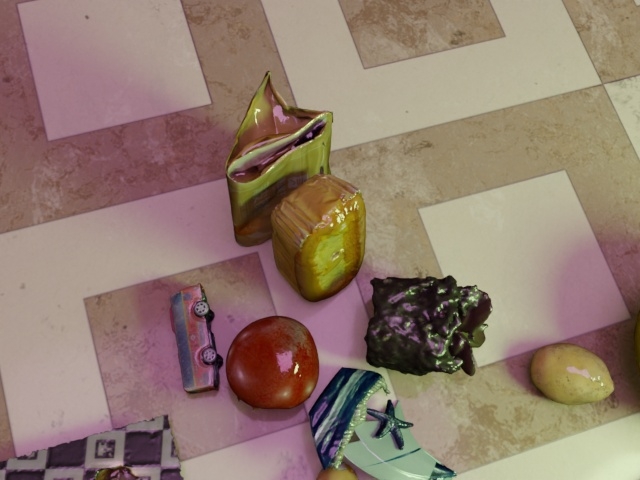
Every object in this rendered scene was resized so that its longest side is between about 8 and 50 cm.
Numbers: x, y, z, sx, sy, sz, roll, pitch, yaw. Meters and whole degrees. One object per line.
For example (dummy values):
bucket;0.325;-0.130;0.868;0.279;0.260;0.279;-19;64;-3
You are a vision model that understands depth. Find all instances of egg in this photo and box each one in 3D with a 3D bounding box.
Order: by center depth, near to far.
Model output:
egg;0.027;0.415;1.324;0.071;0.083;0.071;-2;85;19

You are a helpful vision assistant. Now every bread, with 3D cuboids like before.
bread;0.000;0.000;1.368;0.152;0.288;0.119;-40;69;-18

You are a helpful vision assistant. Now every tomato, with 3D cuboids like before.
tomato;-0.074;0.209;1.347;0.167;0.167;0.167;2;70;-5

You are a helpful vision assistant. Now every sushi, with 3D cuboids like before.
sushi;-0.365;0.494;1.266;0.319;0.069;0.340;-14;65;-13

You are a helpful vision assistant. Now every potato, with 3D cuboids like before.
potato;0.459;0.242;1.421;0.146;0.112;0.112;17;69;8

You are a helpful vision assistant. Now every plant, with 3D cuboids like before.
plant;0.192;0.156;1.381;0.233;0.204;0.178;10;68;6

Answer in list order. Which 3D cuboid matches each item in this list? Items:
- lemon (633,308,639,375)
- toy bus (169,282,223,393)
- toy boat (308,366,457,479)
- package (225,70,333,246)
lemon;0.719;0.180;1.353;0.347;0.348;0.348;2;70;-5
toy bus;-0.224;0.177;1.395;0.077;0.065;0.192;-12;72;-2
toy boat;0.112;0.332;1.362;0.291;0.070;0.210;21;50;-15
package;-0.059;-0.117;1.384;0.164;0.311;0.221;17;68;3
